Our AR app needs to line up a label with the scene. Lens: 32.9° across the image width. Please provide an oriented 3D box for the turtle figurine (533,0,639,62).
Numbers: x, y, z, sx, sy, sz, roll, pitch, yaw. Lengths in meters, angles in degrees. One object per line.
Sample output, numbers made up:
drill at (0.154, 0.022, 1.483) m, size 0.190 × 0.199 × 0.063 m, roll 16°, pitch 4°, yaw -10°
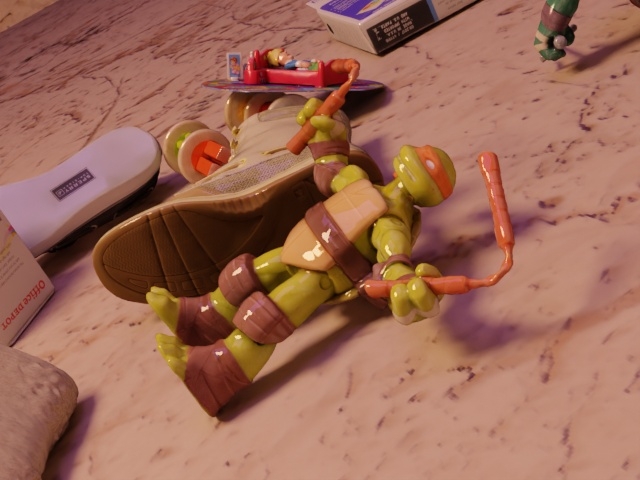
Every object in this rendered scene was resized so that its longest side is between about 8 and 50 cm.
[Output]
turtle figurine at (0.233, -0.202, 0.812) m, size 0.175 × 0.118 × 0.234 m, roll -30°, pitch 29°, yaw -5°

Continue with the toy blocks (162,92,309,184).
toy blocks at (-0.066, -0.089, 0.963) m, size 0.123 × 0.054 × 0.148 m, roll -33°, pitch 24°, yaw -15°

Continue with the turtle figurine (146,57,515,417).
turtle figurine at (0.000, 0.000, 0.661) m, size 0.217 × 0.087 × 0.269 m, roll -36°, pitch 39°, yaw 5°

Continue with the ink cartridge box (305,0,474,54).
ink cartridge box at (0.105, -0.279, 1.183) m, size 0.206 × 0.045 × 0.208 m, roll -30°, pitch 24°, yaw -6°

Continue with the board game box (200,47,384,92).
board game box at (-0.025, -0.158, 0.993) m, size 0.168 × 0.033 × 0.133 m, roll -3°, pitch 13°, yaw -11°

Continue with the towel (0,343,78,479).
towel at (-0.291, 0.095, 0.619) m, size 0.187 × 0.282 × 0.049 m, roll -89°, pitch 23°, yaw -63°

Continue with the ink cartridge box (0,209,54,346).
ink cartridge box at (-0.285, 0.022, 0.884) m, size 0.052 × 0.122 × 0.088 m, roll -19°, pitch 24°, yaw 28°

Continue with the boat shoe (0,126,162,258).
boat shoe at (-0.247, -0.025, 1.006) m, size 0.228 × 0.076 × 0.080 m, roll -36°, pitch 69°, yaw -19°

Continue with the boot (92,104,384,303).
boot at (-0.065, -0.035, 0.823) m, size 0.213 × 0.077 × 0.165 m, roll -21°, pitch 24°, yaw 2°
